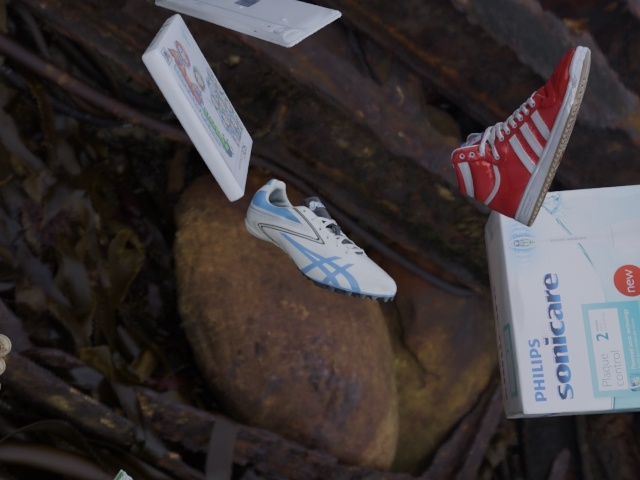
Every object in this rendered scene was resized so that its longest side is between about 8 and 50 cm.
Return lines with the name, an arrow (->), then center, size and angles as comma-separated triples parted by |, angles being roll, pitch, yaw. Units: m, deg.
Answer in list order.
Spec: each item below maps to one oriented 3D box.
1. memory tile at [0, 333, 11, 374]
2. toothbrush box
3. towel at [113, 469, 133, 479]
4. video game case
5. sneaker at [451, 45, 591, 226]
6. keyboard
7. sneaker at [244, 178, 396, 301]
memory tile -> -0.558, 0.205, 1.245 | 0.113, 0.148, 0.012 | 18, 14, -2
toothbrush box -> 0.327, 0.061, 0.790 | 0.126, 0.295, 0.216 | 69, 19, -74
towel -> -0.273, 0.496, 1.099 | 0.248, 0.325, 0.038 | -54, 130, -13
video game case -> -0.114, -0.133, 0.769 | 0.157, 0.019, 0.143 | 60, 13, -26
sneaker -> 0.123, -0.072, 0.498 | 0.067, 0.118, 0.042 | 24, 29, 17
keyboard -> -0.086, -0.250, 0.844 | 0.072, 0.256, 0.014 | -32, 131, -27
sneaker -> 0.000, 0.000, 0.978 | 0.237, 0.086, 0.085 | 33, 16, 29
